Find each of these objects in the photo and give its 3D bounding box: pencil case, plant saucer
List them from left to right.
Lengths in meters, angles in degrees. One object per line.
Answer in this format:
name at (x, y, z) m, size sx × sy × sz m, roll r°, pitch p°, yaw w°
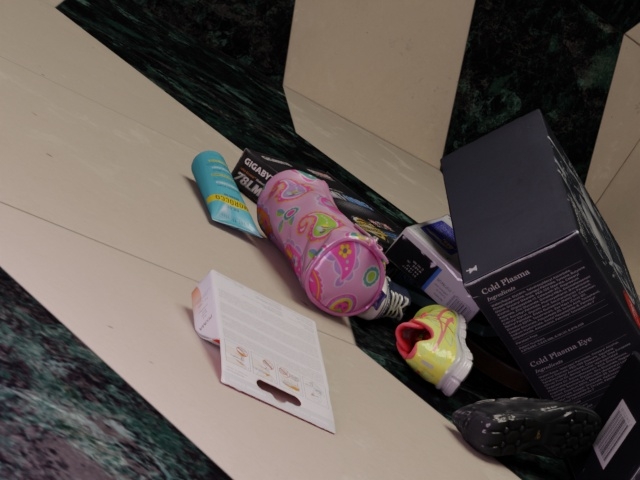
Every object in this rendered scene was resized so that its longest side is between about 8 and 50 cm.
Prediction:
pencil case at (0.000, 0.000, 1.880) m, size 0.124 × 0.124 × 0.284 m, roll 27°, pitch 10°, yaw -26°
plant saucer at (0.189, 0.104, 2.136) m, size 0.192 × 0.018 × 0.067 m, roll 27°, pitch 11°, yaw 29°
plant saucer at (0.260, 0.175, 2.106) m, size 0.168 × 0.029 × 0.168 m, roll 31°, pitch 10°, yaw -6°

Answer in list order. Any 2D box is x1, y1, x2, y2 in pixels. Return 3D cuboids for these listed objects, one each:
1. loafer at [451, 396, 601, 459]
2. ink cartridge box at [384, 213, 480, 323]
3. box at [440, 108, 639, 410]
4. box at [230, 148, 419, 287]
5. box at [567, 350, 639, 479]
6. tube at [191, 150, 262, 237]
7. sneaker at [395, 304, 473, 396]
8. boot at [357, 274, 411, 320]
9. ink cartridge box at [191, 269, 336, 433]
loafer at (0.257, 0.224, 1.683) m, size 0.223 × 0.076 × 0.078 m, roll 6°, pitch 16°, yaw -39°
ink cartridge box at (0.211, 0.041, 2.153) m, size 0.165 × 0.065 × 0.332 m, roll 42°, pitch 14°, yaw 10°
box at (0.340, 0.037, 2.031) m, size 0.312 × 0.179 × 0.343 m, roll 52°, pitch 19°, yaw -30°
box at (0.033, -0.031, 2.262) m, size 0.293 × 0.073 × 0.295 m, roll 39°, pitch 12°, yaw 25°
box at (0.485, 0.317, 1.693) m, size 0.294 × 0.183 × 0.296 m, roll 31°, pitch 10°, yaw -2°
tube at (-0.143, -0.064, 1.975) m, size 0.080 × 0.052 × 0.207 m, roll 15°, pitch 23°, yaw -25°
sneaker at (0.142, 0.128, 1.831) m, size 0.094 × 0.081 × 0.208 m, roll 28°, pitch 12°, yaw -12°
boot at (0.093, 0.081, 1.921) m, size 0.086 × 0.069 × 0.190 m, roll 28°, pitch 10°, yaw -11°
ink cartridge box at (-0.060, 0.124, 1.421) m, size 0.145 × 0.045 × 0.179 m, roll 28°, pitch 30°, yaw -26°
